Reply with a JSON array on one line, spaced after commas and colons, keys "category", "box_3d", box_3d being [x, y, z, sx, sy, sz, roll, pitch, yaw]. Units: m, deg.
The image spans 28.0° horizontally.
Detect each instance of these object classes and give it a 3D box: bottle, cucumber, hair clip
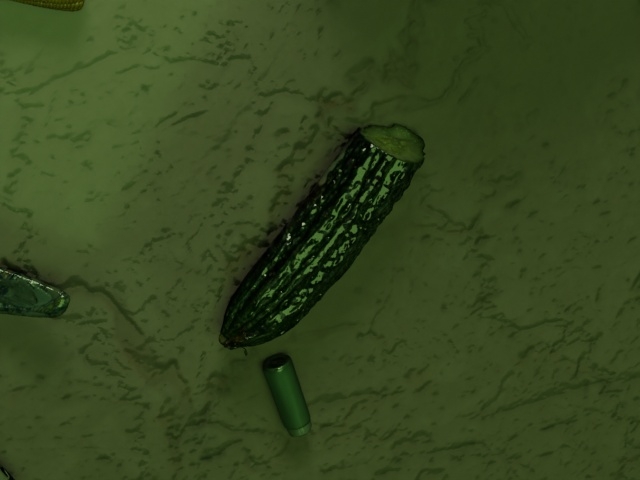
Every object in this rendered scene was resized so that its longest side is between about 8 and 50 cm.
[{"category": "bottle", "box_3d": [-0.032, 0.154, 1.268, 0.030, 0.030, 0.083, -22, 114, -9]}, {"category": "cucumber", "box_3d": [0.001, 0.001, 1.205, 0.077, 0.077, 0.265, 33, 99, -24]}, {"category": "hair clip", "box_3d": [-0.336, 0.040, 1.130, 0.229, 0.036, 0.066, 7, 103, -13]}]

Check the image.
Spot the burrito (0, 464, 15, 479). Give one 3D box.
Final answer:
[{"category": "burrito", "box_3d": [-0.393, 0.159, 1.138, 0.096, 0.066, 0.309, -41, 118, -2]}]

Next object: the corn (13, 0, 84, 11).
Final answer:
[{"category": "corn", "box_3d": [-0.239, -0.213, 1.070, 0.092, 0.037, 0.037, 10, 105, -18]}]
